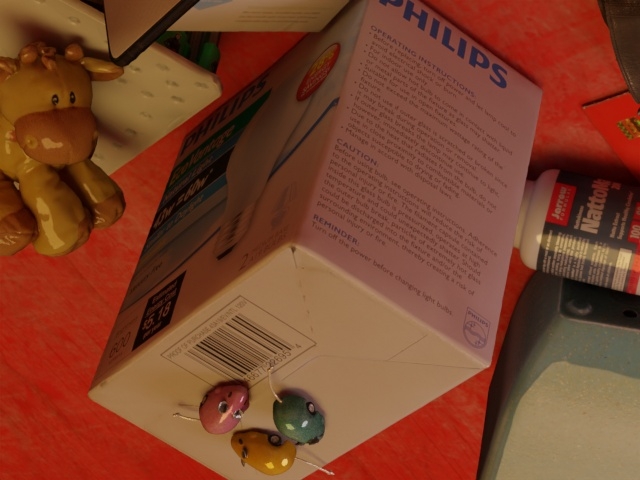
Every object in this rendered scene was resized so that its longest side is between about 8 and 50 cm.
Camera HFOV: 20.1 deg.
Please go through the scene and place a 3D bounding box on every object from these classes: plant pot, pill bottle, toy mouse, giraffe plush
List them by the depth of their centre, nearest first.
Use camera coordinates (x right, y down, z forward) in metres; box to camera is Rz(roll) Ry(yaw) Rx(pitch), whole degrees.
[{"bbox_3d":[-0.055,0.167,1.647,0.161,0.031,0.143,16,140,0],"label":"toy mouse"},{"bbox_3d":[-0.264,-0.108,1.712,0.210,0.181,0.170,50,138,5],"label":"giraffe plush"},{"bbox_3d":[0.259,-0.015,1.844,0.180,0.108,0.108,13,141,10],"label":"pill bottle"},{"bbox_3d":[0.309,0.150,1.933,0.248,0.247,0.252,9,125,5],"label":"plant pot"}]

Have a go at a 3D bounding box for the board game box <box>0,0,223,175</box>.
[{"bbox_3d":[-0.345,-0.187,1.790,0.390,0.050,0.390,27,150,-24],"label":"board game box"}]

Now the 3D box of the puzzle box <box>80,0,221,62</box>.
[{"bbox_3d":[-0.200,-0.323,1.665,0.272,0.052,0.409,16,140,-3],"label":"puzzle box"}]

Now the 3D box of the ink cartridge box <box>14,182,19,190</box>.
[{"bbox_3d":[-0.358,-0.071,1.893,0.180,0.060,0.104,1,151,24],"label":"ink cartridge box"}]

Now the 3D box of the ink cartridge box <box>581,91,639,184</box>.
[{"bbox_3d":[0.424,-0.066,1.781,0.239,0.060,0.275,-20,130,32],"label":"ink cartridge box"}]

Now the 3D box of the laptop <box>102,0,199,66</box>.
[{"bbox_3d":[-0.141,-0.415,1.290,0.236,0.408,0.382,18,139,-39],"label":"laptop"}]

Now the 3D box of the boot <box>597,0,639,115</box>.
[{"bbox_3d":[0.347,-0.223,1.590,0.229,0.091,0.263,5,122,33],"label":"boot"}]

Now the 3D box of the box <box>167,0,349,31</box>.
[{"bbox_3d":[-0.013,-0.288,1.554,0.232,0.058,0.322,-5,154,-39],"label":"box"}]

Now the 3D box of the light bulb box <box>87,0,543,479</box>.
[{"bbox_3d":[0.000,0.000,1.744,0.225,0.361,0.358,34,136,-20],"label":"light bulb box"}]
